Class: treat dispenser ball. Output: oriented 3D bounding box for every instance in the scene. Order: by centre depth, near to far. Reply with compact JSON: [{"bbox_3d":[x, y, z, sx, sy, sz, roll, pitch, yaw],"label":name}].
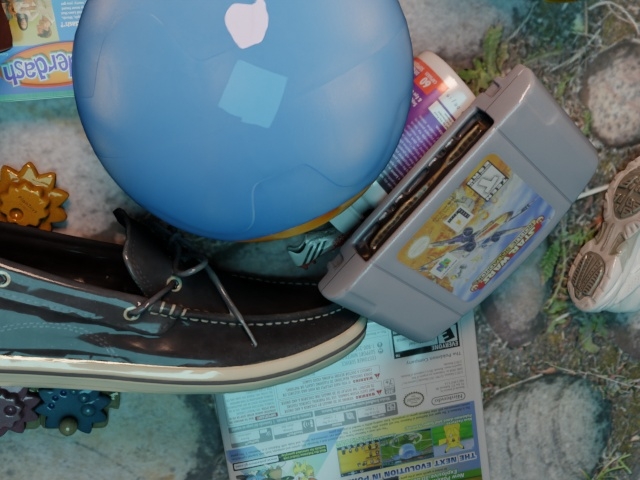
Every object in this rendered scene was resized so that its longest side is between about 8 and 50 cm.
[{"bbox_3d":[-0.064,-0.140,0.654,0.288,0.288,0.288,-4,113,-9],"label":"treat dispenser ball"}]

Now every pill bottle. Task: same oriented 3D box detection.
[{"bbox_3d":[0.073,-0.099,0.801,0.193,0.108,0.108,-41,113,7],"label":"pill bottle"}]

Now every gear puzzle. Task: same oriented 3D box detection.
[{"bbox_3d":[-0.312,0.079,0.837,0.176,0.044,0.338,2,111,-11],"label":"gear puzzle"}]

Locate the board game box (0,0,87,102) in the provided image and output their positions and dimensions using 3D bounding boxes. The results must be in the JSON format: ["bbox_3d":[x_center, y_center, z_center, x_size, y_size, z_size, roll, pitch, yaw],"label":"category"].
[{"bbox_3d":[-0.265,-0.241,0.713,0.160,0.047,0.210,-6,113,-9],"label":"board game box"}]

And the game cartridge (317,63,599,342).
[{"bbox_3d":[0.156,-0.020,0.800,0.198,0.062,0.297,31,106,-40],"label":"game cartridge"}]

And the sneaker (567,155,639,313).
[{"bbox_3d":[0.400,-0.009,0.920,0.115,0.090,0.232,12,118,-22],"label":"sneaker"}]

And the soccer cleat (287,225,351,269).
[{"bbox_3d":[0.000,0.000,0.872,0.083,0.029,0.035,-35,118,10],"label":"soccer cleat"}]

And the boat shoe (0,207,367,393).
[{"bbox_3d":[-0.176,0.053,0.762,0.500,0.187,0.156,5,102,-21],"label":"boat shoe"}]

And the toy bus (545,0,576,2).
[{"bbox_3d":[0.204,-0.363,0.708,0.220,0.149,0.211,24,93,-16],"label":"toy bus"}]

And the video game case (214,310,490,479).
[{"bbox_3d":[0.045,0.240,0.943,0.329,0.036,0.299,-10,102,-8],"label":"video game case"}]

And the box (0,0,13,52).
[{"bbox_3d":[-0.400,-0.209,0.605,0.203,0.168,0.167,-3,114,13],"label":"box"}]
